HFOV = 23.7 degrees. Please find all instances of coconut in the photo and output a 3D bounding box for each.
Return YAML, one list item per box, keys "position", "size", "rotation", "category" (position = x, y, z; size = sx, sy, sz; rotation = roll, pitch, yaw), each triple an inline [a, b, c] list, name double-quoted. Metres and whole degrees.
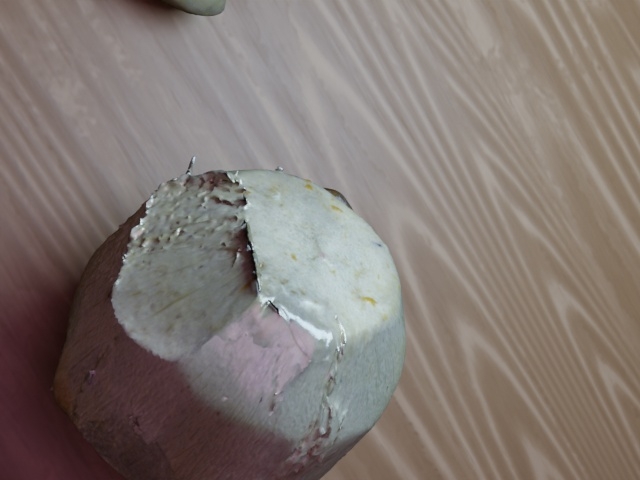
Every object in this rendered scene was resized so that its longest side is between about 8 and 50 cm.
- position: [-0.102, 0.119, 1.603]
  size: [0.346, 0.360, 0.346]
  rotation: [24, 39, -21]
  category: "coconut"

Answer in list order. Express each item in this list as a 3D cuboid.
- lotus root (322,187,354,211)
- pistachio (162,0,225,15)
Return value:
- position: [-0.002, 0.002, 1.786]
  size: [0.112, 0.081, 0.122]
  rotation: [-37, 100, -11]
  category: "lotus root"
- position: [-0.174, -0.328, 1.717]
  size: [0.185, 0.124, 0.124]
  rotation: [45, 73, -19]
  category: "pistachio"
